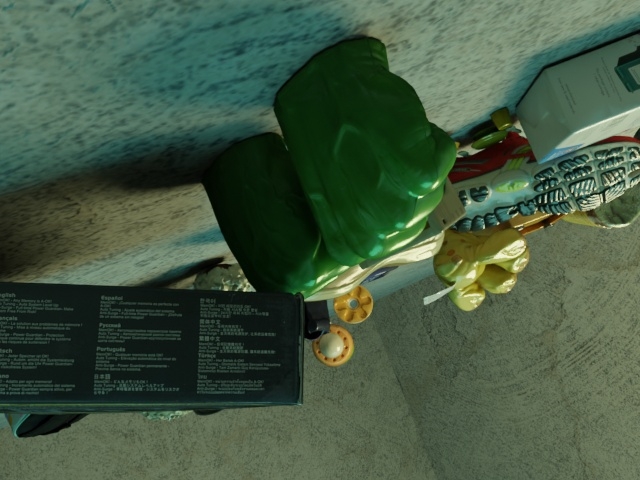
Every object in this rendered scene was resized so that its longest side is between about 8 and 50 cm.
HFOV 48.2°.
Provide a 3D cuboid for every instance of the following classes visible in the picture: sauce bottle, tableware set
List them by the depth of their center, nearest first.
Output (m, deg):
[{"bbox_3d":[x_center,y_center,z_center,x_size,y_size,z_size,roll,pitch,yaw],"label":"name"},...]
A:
[{"bbox_3d":[0.167,-0.119,0.888,0.154,0.024,0.104,-25,167,28],"label":"tableware set"},{"bbox_3d":[0.528,-0.091,1.468,0.111,0.112,0.344,-21,-172,-2],"label":"sauce bottle"}]

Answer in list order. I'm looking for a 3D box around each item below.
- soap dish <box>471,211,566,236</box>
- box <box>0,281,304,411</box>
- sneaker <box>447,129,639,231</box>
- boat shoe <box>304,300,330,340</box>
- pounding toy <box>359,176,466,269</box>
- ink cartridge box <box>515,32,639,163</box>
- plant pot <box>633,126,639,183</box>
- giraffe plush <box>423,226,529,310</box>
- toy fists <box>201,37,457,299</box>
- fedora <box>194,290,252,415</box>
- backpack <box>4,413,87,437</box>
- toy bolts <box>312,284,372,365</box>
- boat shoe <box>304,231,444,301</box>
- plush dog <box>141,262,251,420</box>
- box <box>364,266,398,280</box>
[{"bbox_3d":[0.380,-0.075,1.344,0.228,0.118,0.291,-20,170,-9],"label":"soap dish"},{"bbox_3d":[-0.232,0.106,0.638,0.394,0.097,0.318,3,168,-10],"label":"box"},{"bbox_3d":[0.279,-0.102,0.938,0.278,0.118,0.107,-10,139,14],"label":"sneaker"},{"bbox_3d":[-0.037,0.115,1.356,0.127,0.158,0.340,-23,171,11],"label":"boat shoe"},{"bbox_3d":[0.074,-0.056,0.749,0.141,0.130,0.100,-28,-179,37],"label":"pounding toy"},{"bbox_3d":[0.351,-0.174,0.800,0.230,0.078,0.134,-21,172,-2],"label":"ink cartridge box"},{"bbox_3d":[0.685,-0.147,1.248,0.271,0.272,0.255,-20,-174,-9],"label":"plant pot"},{"bbox_3d":[0.230,0.009,1.238,0.210,0.171,0.181,-13,141,-21],"label":"giraffe plush"},{"bbox_3d":[0.001,-0.036,0.590,0.096,0.142,0.279,-15,170,-37],"label":"toy fists"},{"bbox_3d":[-0.223,0.195,1.351,0.275,0.244,0.124,-25,141,38],"label":"fedora"},{"bbox_3d":[-0.356,0.179,0.990,0.188,0.144,0.165,-51,161,23],"label":"backpack"},{"bbox_3d":[0.008,0.176,1.779,0.218,0.228,0.158,-57,171,-6],"label":"toy bolts"},{"bbox_3d":[0.045,-0.013,1.005,0.341,0.121,0.110,-18,134,-37],"label":"boat shoe"},{"bbox_3d":[-0.199,0.186,1.094,0.262,0.211,0.225,-28,-170,42],"label":"plush dog"},{"bbox_3d":[0.138,0.101,2.103,0.225,0.037,0.136,-20,171,-18],"label":"box"}]
